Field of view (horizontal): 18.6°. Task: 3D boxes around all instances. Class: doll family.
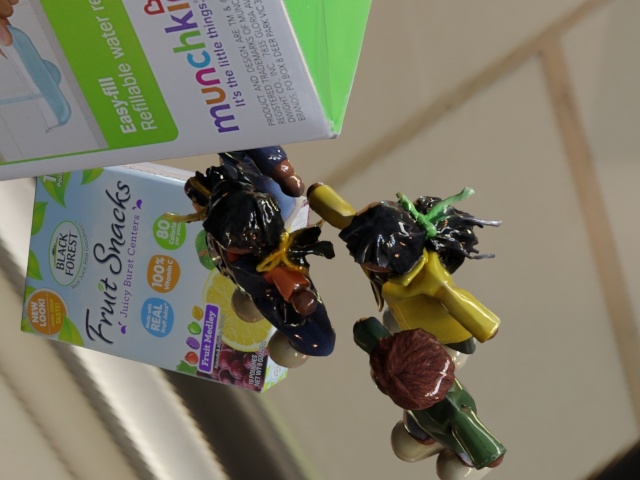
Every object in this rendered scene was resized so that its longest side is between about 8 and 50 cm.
[{"bbox_3d":[0.000,0.000,0.654,0.193,0.111,0.076,33,-102,23],"label":"doll family"}]

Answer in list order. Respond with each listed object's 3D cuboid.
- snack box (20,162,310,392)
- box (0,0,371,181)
[{"bbox_3d":[-0.082,0.014,1.014,0.141,0.037,0.100,14,-75,17],"label":"snack box"},{"bbox_3d":[-0.130,-0.143,0.487,0.231,0.262,0.127,-7,-141,19],"label":"box"}]
